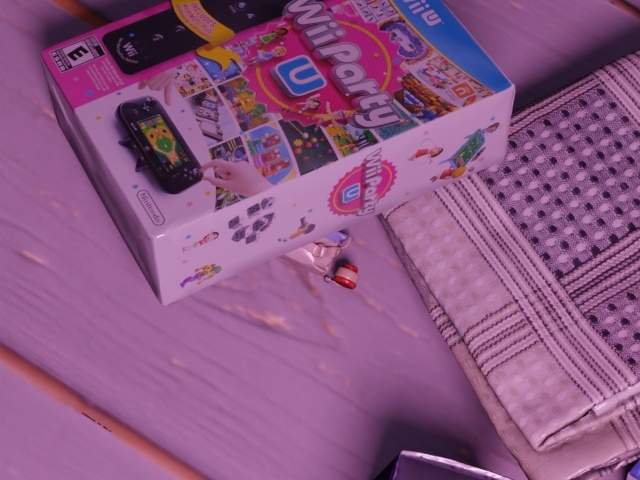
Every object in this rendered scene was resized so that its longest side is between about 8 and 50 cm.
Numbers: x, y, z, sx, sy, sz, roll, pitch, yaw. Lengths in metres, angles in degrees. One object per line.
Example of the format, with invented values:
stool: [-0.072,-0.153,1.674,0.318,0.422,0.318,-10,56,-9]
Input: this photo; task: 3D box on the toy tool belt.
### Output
toy tool belt: [0.000,0.000,1.174,0.083,0.052,0.051,25,78,0]

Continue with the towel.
towel: [0.231,0.003,1.110,0.312,0.056,0.324,-27,55,-4]

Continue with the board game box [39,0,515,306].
board game box: [-0.036,-0.108,1.145,0.303,0.097,0.224,-24,56,-16]

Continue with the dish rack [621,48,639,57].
dish rack: [0.299,0.012,1.163,0.285,0.072,0.333,26,67,28]

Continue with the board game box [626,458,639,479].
board game box: [0.458,0.165,1.126,0.318,0.066,0.318,33,69,24]

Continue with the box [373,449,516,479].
box: [0.070,0.272,1.038,0.108,0.153,0.207,17,69,-2]
